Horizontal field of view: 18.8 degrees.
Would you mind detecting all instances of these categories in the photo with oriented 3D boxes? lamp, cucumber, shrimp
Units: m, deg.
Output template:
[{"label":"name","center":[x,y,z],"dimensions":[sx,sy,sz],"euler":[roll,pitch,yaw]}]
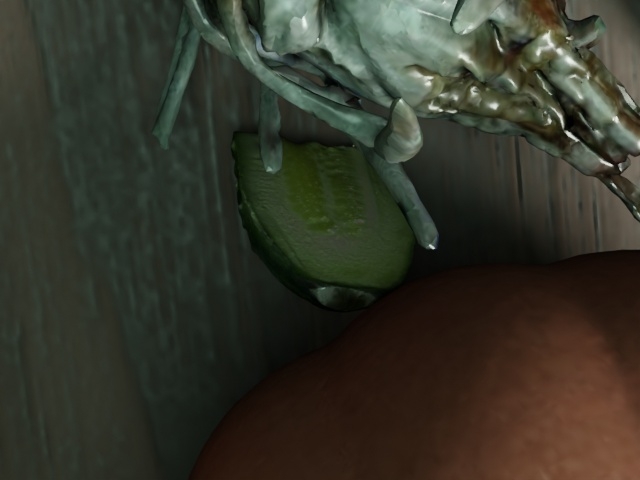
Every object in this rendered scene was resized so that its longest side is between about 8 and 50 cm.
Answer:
[{"label":"lamp","center":[0.088,0.154,0.670],"dimensions":[0.305,0.239,0.305],"euler":[-7,126,-9]},{"label":"cucumber","center":[0.000,0.000,0.720],"dimensions":[0.067,0.107,0.035],"euler":[8,120,-12]},{"label":"shrimp","center":[-0.030,-0.144,0.673],"dimensions":[0.410,0.166,0.221],"euler":[50,130,3]}]
